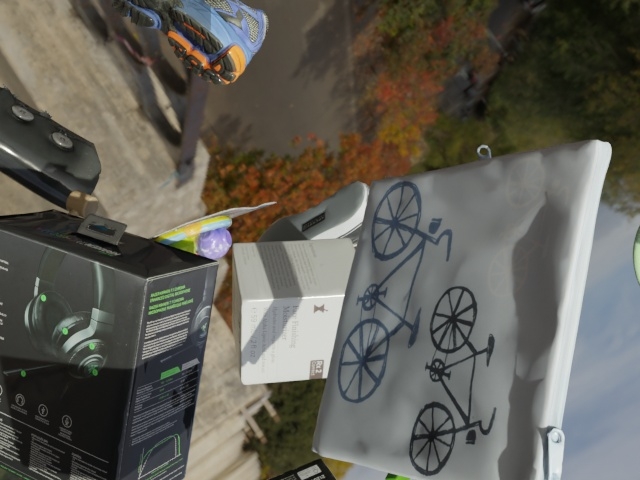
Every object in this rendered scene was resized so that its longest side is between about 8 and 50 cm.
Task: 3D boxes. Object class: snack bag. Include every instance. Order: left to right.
[{"bbox_3d":[0.121,0.067,0.747,0.342,0.037,0.323,-8,-115,58],"label":"snack bag"}]

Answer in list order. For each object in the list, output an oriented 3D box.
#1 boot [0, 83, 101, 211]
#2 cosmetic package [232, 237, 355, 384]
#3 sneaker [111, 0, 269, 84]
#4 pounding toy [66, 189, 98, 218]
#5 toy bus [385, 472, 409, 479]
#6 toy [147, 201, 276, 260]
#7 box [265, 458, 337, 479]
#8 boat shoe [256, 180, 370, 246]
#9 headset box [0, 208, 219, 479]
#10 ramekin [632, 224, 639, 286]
[{"bbox_3d":[-0.578,-0.170,1.290,0.146,0.445,0.367,-38,-146,20],"label":"boot"},{"bbox_3d":[-0.032,0.099,1.145,0.184,0.151,0.151,-3,-148,-10],"label":"cosmetic package"},{"bbox_3d":[-0.143,-0.247,0.779,0.087,0.221,0.083,-44,177,-33],"label":"sneaker"},{"bbox_3d":[-0.387,0.014,1.140,0.181,0.094,0.206,-9,123,-64],"label":"pounding toy"},{"bbox_3d":[0.223,0.391,1.256,0.202,0.191,0.104,-37,-167,48],"label":"toy bus"},{"bbox_3d":[-0.176,0.013,0.971,0.237,0.056,0.137,-16,-178,19],"label":"toy"},{"bbox_3d":[-0.084,0.230,0.527,0.207,0.036,0.114,-15,128,-27],"label":"box"},{"bbox_3d":[0.000,-0.004,1.417,0.306,0.105,0.113,-32,-139,32],"label":"boat shoe"},{"bbox_3d":[-0.262,0.114,0.858,0.131,0.246,0.283,-14,116,-63],"label":"headset box"},{"bbox_3d":[0.682,0.014,1.272,0.148,0.303,0.303,-37,178,-43],"label":"ramekin"}]
